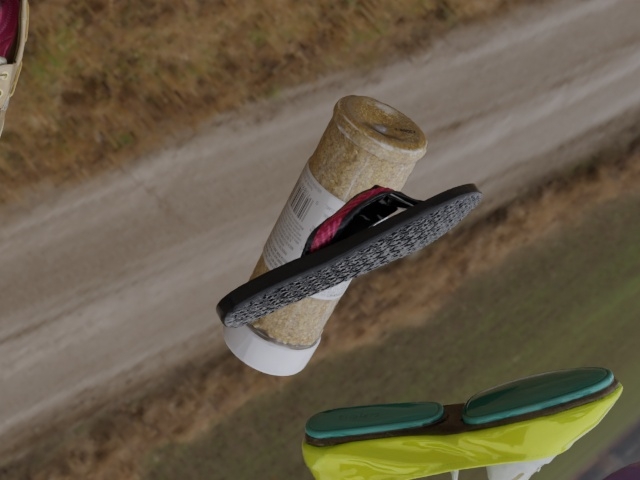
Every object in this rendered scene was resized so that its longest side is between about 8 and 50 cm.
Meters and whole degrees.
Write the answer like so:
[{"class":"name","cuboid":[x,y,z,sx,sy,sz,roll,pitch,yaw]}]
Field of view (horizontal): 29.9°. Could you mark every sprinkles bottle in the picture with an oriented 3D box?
[{"class":"sprinkles bottle","cuboid":[0.000,0.000,1.456,0.121,0.121,0.355,-18,143,-53]}]

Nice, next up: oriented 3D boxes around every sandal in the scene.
[{"class":"sandal","cuboid":[0.014,-0.002,0.733,0.179,0.040,0.067,-24,162,-3]}]

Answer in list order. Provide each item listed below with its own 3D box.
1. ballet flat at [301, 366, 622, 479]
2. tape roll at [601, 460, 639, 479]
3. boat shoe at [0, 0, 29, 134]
[{"class":"ballet flat","cuboid":[0.100,0.143,0.834,0.231,0.077,0.077,-12,-170,18]},{"class":"tape roll","cuboid":[0.198,0.209,0.608,0.189,0.189,0.080,-32,-166,-26]},{"class":"boat shoe","cuboid":[-0.260,-0.131,0.908,0.063,0.170,0.059,14,158,-20]}]
